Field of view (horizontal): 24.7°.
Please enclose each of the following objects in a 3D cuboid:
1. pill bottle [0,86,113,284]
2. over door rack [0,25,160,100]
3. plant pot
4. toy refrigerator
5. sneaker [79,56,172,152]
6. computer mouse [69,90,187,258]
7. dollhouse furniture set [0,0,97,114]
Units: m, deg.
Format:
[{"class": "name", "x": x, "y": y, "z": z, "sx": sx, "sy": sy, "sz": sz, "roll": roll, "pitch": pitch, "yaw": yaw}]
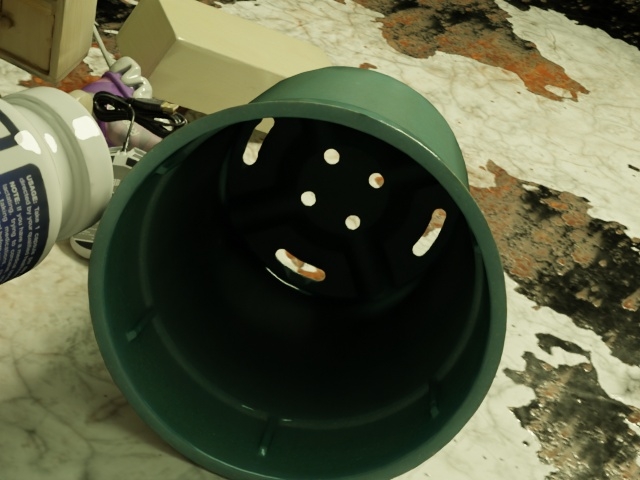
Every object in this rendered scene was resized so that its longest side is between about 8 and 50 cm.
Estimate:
[{"class": "pill bottle", "x": -0.292, "y": -0.026, "z": 1.103, "sx": 0.153, "sy": 0.153, "sz": 0.265, "roll": 35, "pitch": 37, "yaw": 23}, {"class": "over door rack", "x": -0.368, "y": -0.242, "z": 1.702, "sx": 0.239, "sy": 0.108, "sz": 0.324, "roll": -10, "pitch": 56, "yaw": -43}, {"class": "plant pot", "x": 0.000, "y": 0.000, "z": 1.325, "sx": 0.341, "sy": 0.341, "sz": 0.334, "roll": 21, "pitch": 20, "yaw": 0}, {"class": "toy refrigerator", "x": -0.103, "y": -0.200, "z": 1.737, "sx": 0.269, "sy": 0.094, "sz": 0.102, "roll": 14, "pitch": 37, "yaw": -42}, {"class": "sneaker", "x": -0.199, "y": -0.088, "z": 1.558, "sx": 0.104, "sy": 0.095, "sz": 0.236, "roll": -24, "pitch": 60, "yaw": -22}, {"class": "computer mouse", "x": -0.205, "y": -0.061, "z": 1.484, "sx": 0.106, "sy": 0.042, "sz": 0.193, "roll": 10, "pitch": 65, "yaw": 9}, {"class": "dollhouse furniture set", "x": -0.372, "y": -0.208, "z": 1.375, "sx": 0.362, "sy": 0.256, "sz": 0.394, "roll": 27, "pitch": 45, "yaw": 10}]
